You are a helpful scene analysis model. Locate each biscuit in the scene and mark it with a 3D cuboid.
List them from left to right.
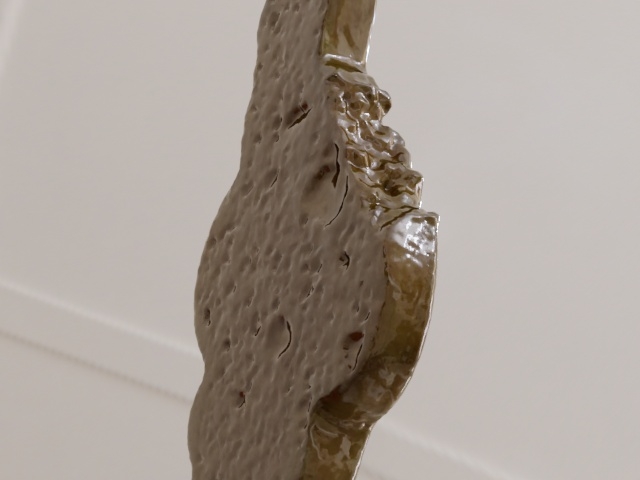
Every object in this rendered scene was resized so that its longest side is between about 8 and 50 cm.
[{"bbox_3d":[-0.004,-0.001,0.979,0.183,0.047,0.320,-28,-124,49],"label":"biscuit"}]
